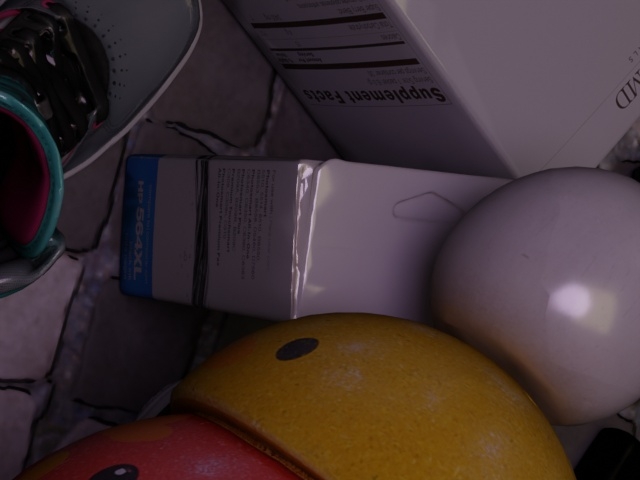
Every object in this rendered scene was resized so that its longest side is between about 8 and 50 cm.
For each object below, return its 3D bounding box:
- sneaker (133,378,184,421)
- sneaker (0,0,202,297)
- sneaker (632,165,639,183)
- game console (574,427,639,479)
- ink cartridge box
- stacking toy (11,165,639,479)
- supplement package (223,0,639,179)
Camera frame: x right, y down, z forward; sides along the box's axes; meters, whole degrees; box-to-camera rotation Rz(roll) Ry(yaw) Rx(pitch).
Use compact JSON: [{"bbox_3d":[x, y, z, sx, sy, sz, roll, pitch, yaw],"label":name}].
[{"bbox_3d":[-0.072,0.211,0.971,0.101,0.153,0.268,12,87,-18],"label":"sneaker"},{"bbox_3d":[-0.152,-0.062,0.894,0.295,0.178,0.124,-38,111,-22],"label":"sneaker"},{"bbox_3d":[0.235,-0.017,1.191,0.075,0.063,0.170,34,72,-28],"label":"sneaker"},{"bbox_3d":[0.106,0.175,1.144,0.361,0.044,0.213,45,71,-25],"label":"game console"},{"bbox_3d":[0.000,0.000,0.973,0.148,0.203,0.086,4,92,-30],"label":"ink cartridge box"},{"bbox_3d":[-0.004,0.150,0.794,0.480,0.350,0.350,-49,115,-19],"label":"stacking toy"},{"bbox_3d":[0.053,-0.176,1.006,0.177,0.175,0.293,-48,115,-19],"label":"supplement package"}]
